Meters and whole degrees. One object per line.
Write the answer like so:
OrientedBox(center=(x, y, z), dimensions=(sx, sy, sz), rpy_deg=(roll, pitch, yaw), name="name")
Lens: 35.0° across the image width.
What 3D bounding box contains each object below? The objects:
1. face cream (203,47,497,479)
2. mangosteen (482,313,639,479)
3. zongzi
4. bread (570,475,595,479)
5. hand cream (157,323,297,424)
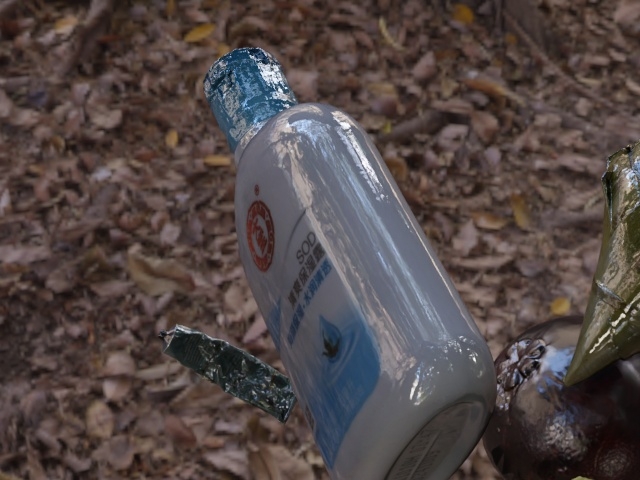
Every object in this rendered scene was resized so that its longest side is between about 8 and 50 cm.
OrientedBox(center=(0.000, 0.000, 0.661), dimensions=(0.080, 0.163, 0.336), rpy_deg=(-6, 50, -26), name="face cream")
OrientedBox(center=(0.370, 0.253, 1.425), dimensions=(0.297, 0.293, 0.297), rpy_deg=(-27, 18, 10), name="mangosteen")
OrientedBox(center=(0.369, 0.018, 1.247), dimensions=(0.125, 0.274, 0.250), rpy_deg=(31, 30, -34), name="zongzi")
OrientedBox(center=(0.299, 0.343, 0.928), dimensions=(0.266, 0.142, 0.178), rpy_deg=(49, 35, 11), name="bread")
OrientedBox(center=(-0.147, 0.204, 1.619), dimensions=(0.248, 0.052, 0.075), rpy_deg=(29, 76, -4), name="hand cream")
